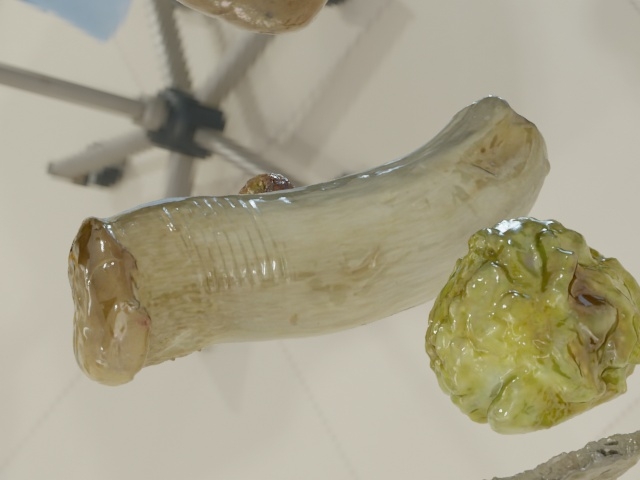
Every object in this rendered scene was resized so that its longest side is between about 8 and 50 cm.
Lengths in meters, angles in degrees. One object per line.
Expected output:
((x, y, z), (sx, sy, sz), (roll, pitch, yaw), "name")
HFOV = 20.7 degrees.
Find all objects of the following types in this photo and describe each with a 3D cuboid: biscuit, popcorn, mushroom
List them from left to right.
((0.000, 0.000, 1.126), (0.095, 0.351, 0.123), (-31, 79, 64), "mushroom")
((0.208, 0.261, 1.783), (0.250, 0.133, 0.032), (-18, 62, -7), "biscuit")
((0.114, 0.042, 0.919), (0.116, 0.120, 0.106), (-114, 18, -81), "popcorn")

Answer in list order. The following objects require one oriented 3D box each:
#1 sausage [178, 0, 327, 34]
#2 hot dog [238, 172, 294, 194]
((-0.167, -0.301, 1.280), (0.136, 0.501, 0.123), (-28, 45, 29), "sausage")
((-0.068, -0.007, 1.961), (0.099, 0.065, 0.147), (-90, 9, -48), "hot dog")
